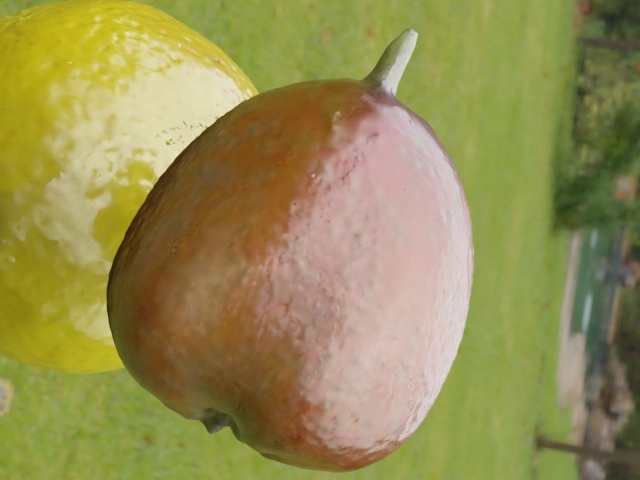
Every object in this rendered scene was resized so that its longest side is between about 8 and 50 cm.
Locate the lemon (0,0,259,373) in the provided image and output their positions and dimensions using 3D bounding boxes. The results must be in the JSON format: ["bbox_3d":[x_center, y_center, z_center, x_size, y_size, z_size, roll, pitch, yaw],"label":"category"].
[{"bbox_3d":[-0.164,-0.038,1.006,0.293,0.293,0.293,9,90,-74],"label":"lemon"}]

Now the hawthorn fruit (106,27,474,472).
[{"bbox_3d":[0.000,0.000,0.779,0.251,0.199,0.199,-64,167,12],"label":"hawthorn fruit"}]
